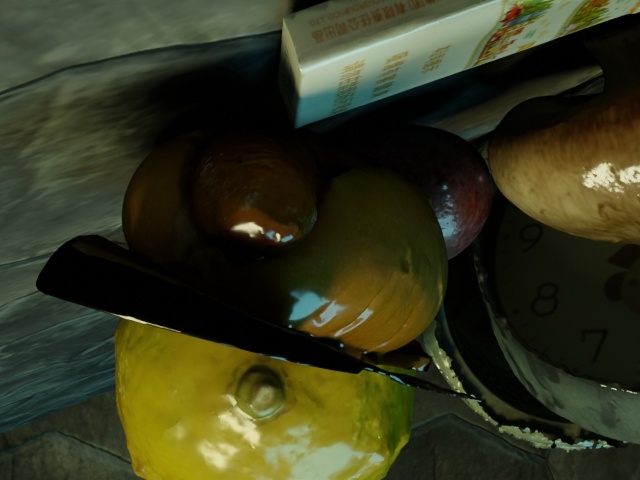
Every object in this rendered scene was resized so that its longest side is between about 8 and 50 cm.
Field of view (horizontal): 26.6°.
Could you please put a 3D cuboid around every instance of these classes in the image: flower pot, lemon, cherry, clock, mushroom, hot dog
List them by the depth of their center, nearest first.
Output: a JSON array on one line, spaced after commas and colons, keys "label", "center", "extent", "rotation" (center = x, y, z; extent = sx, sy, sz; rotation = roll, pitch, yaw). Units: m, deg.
[{"label": "hot dog", "center": [-0.006, -0.002, 0.667], "extent": [0.194, 0.107, 0.326], "rotation": [16, 179, 1]}, {"label": "mushroom", "center": [0.235, -0.077, 0.808], "extent": [0.278, 0.146, 0.278], "rotation": [-20, -178, 1]}, {"label": "cherry", "center": [0.044, -0.031, 0.884], "extent": [0.107, 0.090, 0.225], "rotation": [-13, -174, -13]}, {"label": "clock", "center": [0.254, -0.006, 0.921], "extent": [0.312, 0.313, 0.061], "rotation": [-22, 135, 11]}, {"label": "lemon", "center": [-0.040, 0.094, 1.003], "extent": [0.233, 0.234, 0.288], "rotation": [-21, 178, -4]}, {"label": "flower pot", "center": [0.209, 0.026, 1.197], "extent": [0.290, 0.290, 0.259], "rotation": [-21, -175, -2]}]

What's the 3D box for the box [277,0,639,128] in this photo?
[{"label": "box", "center": [0.089, -0.105, 0.573], "extent": [0.220, 0.032, 0.122], "rotation": [-20, 175, -4]}]
